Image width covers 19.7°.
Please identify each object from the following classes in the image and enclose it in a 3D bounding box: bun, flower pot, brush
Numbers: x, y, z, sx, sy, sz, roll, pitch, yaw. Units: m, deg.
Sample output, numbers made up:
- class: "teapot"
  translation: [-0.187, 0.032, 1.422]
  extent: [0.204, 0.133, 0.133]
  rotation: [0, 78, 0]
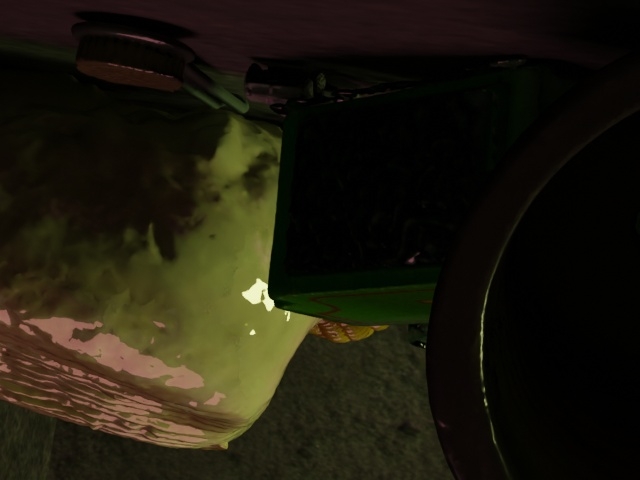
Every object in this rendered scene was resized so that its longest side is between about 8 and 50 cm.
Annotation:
- class: "bun"
  translation: [-0.151, 0.000, 1.192]
  extent: [0.361, 0.213, 0.361]
  rotation: [16, 163, 5]
- class: "flower pot"
  translation: [0.148, 0.014, 0.712]
  extent: [0.235, 0.235, 0.148]
  rotation: [9, -162, -9]
- class: "brush"
  translation: [-0.075, -0.085, 1.006]
  extent: [0.062, 0.027, 0.266]
  rotation: [11, 178, 10]

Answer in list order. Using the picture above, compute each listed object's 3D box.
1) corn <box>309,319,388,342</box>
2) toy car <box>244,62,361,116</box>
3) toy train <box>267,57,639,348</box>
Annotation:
- class: "corn"
  translation: [0.000, 0.000, 1.436]
  extent: [0.130, 0.130, 0.347]
  rotation: [8, 168, 14]
- class: "toy car"
  translation: [-0.008, -0.076, 0.991]
  extent: [0.041, 0.025, 0.093]
  rotation: [9, 178, 23]
- class: "toy train"
  translation: [0.087, -0.008, 0.923]
  extent: [0.188, 0.132, 0.243]
  rotation: [15, 166, -39]
